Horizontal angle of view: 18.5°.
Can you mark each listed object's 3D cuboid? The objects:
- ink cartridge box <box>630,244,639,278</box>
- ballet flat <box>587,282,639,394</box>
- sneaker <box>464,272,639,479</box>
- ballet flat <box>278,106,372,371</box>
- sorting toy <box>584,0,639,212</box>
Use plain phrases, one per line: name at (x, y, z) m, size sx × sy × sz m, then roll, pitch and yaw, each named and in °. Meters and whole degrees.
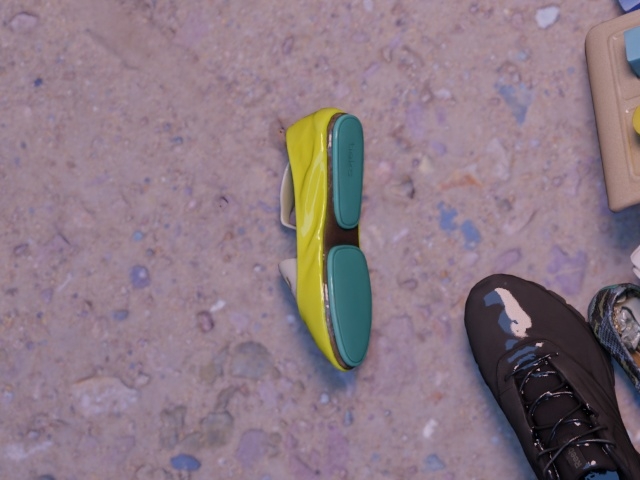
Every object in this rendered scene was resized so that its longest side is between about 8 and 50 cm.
ink cartridge box at (0.434, -0.017, 1.589) m, size 0.226 × 0.131 × 0.306 m, roll 45°, pitch 98°, yaw 12°
ballet flat at (0.295, 0.112, 1.639) m, size 0.070 × 0.070 × 0.188 m, roll -43°, pitch 82°, yaw 6°
sneaker at (0.208, 0.152, 1.629) m, size 0.109 × 0.130 × 0.286 m, roll -33°, pitch 81°, yaw 10°
ballet flat at (0.000, 0.000, 1.712) m, size 0.077 × 0.077 × 0.231 m, roll -5°, pitch 83°, yaw 32°
sorting toy at (0.301, -0.130, 1.574) m, size 0.196 × 0.047 × 0.347 m, roll -21°, pitch 55°, yaw 26°
